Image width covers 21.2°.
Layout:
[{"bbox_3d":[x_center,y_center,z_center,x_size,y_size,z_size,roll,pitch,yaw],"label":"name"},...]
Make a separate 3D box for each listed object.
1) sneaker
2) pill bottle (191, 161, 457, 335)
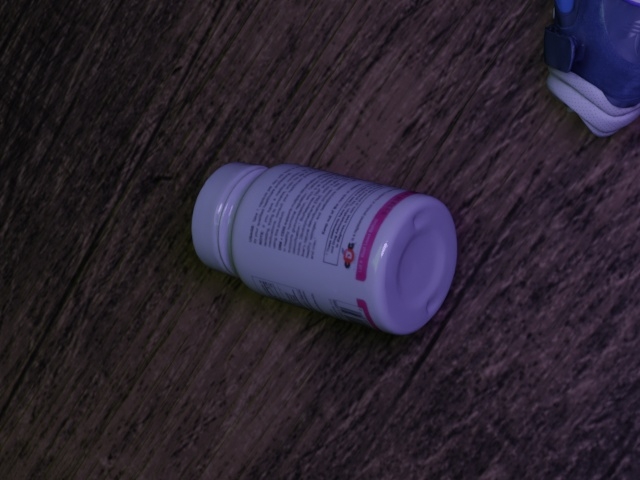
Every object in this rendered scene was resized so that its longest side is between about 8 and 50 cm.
[{"bbox_3d":[0.276,-0.256,1.806,0.323,0.130,0.236,-106,23,-48],"label":"sneaker"},{"bbox_3d":[0.000,0.000,1.962,0.283,0.160,0.160,15,95,35],"label":"pill bottle"}]
